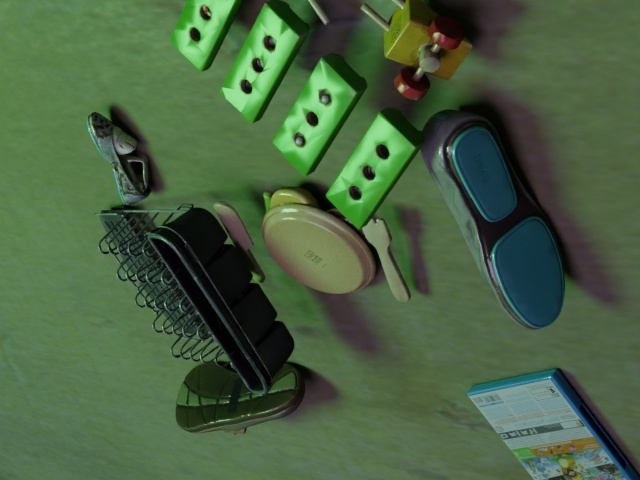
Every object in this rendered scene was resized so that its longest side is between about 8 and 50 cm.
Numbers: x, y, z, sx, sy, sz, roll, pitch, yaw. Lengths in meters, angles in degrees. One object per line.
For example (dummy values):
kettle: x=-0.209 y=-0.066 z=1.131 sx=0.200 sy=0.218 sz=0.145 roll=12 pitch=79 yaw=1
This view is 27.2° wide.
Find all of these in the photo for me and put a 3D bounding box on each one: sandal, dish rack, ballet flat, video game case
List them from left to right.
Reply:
ballet flat: x=-0.206 y=-0.089 z=1.391 sx=0.041 sy=0.041 sz=0.114 roll=9 pitch=133 yaw=37
dish rack: x=-0.153 y=0.053 z=1.427 sx=0.271 sy=0.074 sz=0.208 roll=3 pitch=129 yaw=54
sandal: x=-0.091 y=0.187 z=1.547 sx=0.219 sy=0.090 sz=0.060 roll=-13 pitch=140 yaw=41
ballet flat: x=0.147 y=-0.021 z=1.122 sx=0.213 sy=0.072 sz=0.068 roll=62 pitch=167 yaw=-25
video game case: x=0.233 y=0.199 z=1.300 sx=0.166 sy=0.015 sz=0.119 roll=52 pitch=142 yaw=-14

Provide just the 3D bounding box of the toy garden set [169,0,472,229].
toy garden set: x=0.004 y=-0.163 z=1.096 sx=0.244 sy=0.049 sz=0.204 roll=46 pitch=134 yaw=13

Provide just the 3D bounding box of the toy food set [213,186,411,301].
toy food set: x=0.000 y=0.000 z=1.297 sx=0.192 sy=0.038 sz=0.132 roll=7 pitch=139 yaw=31
